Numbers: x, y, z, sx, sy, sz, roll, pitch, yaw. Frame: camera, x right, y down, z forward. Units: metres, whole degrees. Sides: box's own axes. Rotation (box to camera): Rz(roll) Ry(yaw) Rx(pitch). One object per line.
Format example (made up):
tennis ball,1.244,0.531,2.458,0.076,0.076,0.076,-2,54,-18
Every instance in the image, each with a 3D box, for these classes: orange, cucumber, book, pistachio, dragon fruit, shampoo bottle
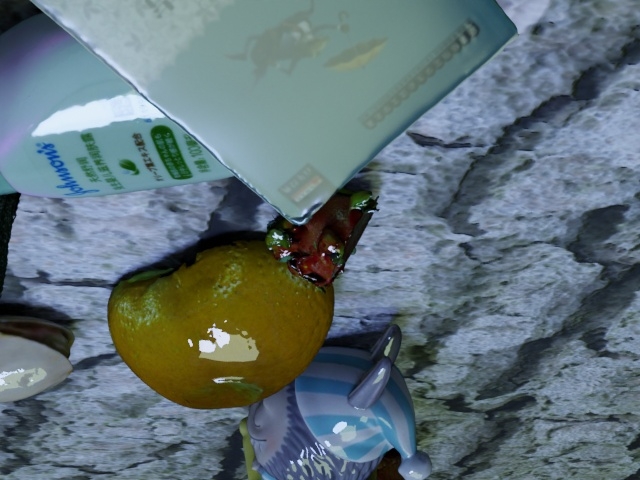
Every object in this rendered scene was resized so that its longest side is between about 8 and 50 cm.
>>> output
orange,-0.148,0.129,1.238,0.334,0.196,0.262,-14,134,25
cucumber,-0.331,-0.016,0.881,0.043,0.257,0.044,-7,139,-3
book,-0.057,-0.204,0.673,0.264,0.031,0.379,-41,117,18
pistachio,-0.472,0.171,1.271,0.215,0.144,0.144,-9,148,-7
dragon fruit,0.000,0.000,1.089,0.175,0.142,0.138,5,-172,22
shampoo bottle,-0.242,-0.124,0.826,0.349,0.151,0.222,-7,155,3

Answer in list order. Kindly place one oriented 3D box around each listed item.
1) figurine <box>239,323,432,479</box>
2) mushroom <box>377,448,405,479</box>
figurine,0.038,0.323,1.387,0.266,0.361,0.378,-16,147,-26
mushroom,0.064,0.482,1.812,0.297,0.163,0.278,-10,148,10
